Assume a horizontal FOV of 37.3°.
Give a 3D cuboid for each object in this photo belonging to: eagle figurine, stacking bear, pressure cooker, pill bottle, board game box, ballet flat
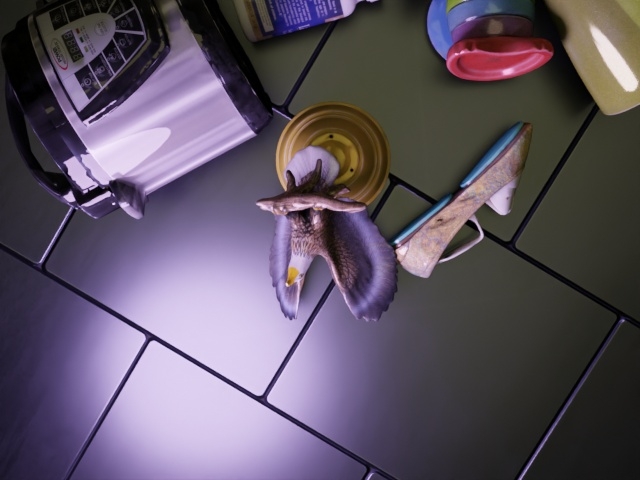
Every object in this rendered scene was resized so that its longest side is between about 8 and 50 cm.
[{"bbox_3d":[-0.007,0.008,1.686,0.225,0.298,0.226,-37,53,-9],"label":"eagle figurine"},{"bbox_3d":[0.293,-0.439,1.644,0.175,0.164,0.289,-2,82,-3],"label":"stacking bear"},{"bbox_3d":[-0.332,-0.256,1.615,0.420,0.370,0.375,-27,117,5],"label":"pressure cooker"},{"bbox_3d":[-0.024,-0.459,1.688,0.265,0.153,0.153,-15,94,4],"label":"pill bottle"},{"bbox_3d":[0.280,-0.396,1.740,0.169,0.033,0.133,-17,92,3],"label":"board game box"},{"bbox_3d":[0.279,-0.064,1.731,0.348,0.123,0.123,-44,92,11],"label":"ballet flat"}]

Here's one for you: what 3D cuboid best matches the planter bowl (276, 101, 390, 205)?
[{"bbox_3d":[0.022,-0.149,1.745,0.217,0.090,0.217,0,95,3],"label":"planter bowl"}]

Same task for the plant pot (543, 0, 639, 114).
[{"bbox_3d":[0.494,-0.411,1.593,0.275,0.275,0.293,-43,99,5],"label":"plant pot"}]
